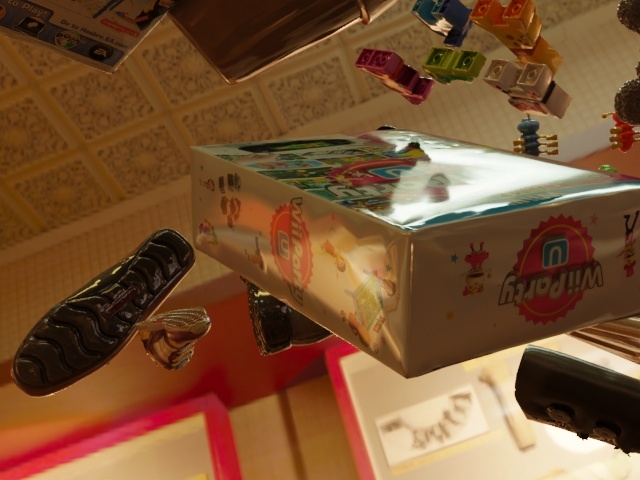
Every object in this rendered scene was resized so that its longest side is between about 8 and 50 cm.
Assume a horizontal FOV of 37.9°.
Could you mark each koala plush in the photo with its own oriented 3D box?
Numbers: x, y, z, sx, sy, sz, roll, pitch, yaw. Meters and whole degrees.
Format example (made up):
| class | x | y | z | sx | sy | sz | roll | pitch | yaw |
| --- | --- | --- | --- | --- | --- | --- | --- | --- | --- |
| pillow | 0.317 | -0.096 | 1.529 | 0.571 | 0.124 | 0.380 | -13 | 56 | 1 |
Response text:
| class | x | y | z | sx | sy | sz | roll | pitch | yaw |
| --- | --- | --- | --- | --- | --- | --- | --- | --- | --- |
| koala plush | 0.541 | -0.269 | 1.344 | 0.203 | 0.221 | 0.196 | 5 | -75 | 23 |

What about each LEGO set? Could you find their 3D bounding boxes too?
| class | x | y | z | sx | sy | sz | roll | pitch | yaw |
| --- | --- | --- | --- | --- | --- | --- | --- | --- | --- |
| LEGO set | 0.145 | -0.154 | 0.798 | 0.093 | 0.227 | 0.087 | 31 | -95 | -36 |

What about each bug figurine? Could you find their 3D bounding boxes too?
| class | x | y | z | sx | sy | sz | roll | pitch | yaw |
| --- | --- | --- | --- | --- | --- | --- | --- | --- | --- |
| bug figurine | 0.497 | -0.156 | 1.800 | 0.279 | 0.072 | 0.216 | -6 | -74 | -6 |

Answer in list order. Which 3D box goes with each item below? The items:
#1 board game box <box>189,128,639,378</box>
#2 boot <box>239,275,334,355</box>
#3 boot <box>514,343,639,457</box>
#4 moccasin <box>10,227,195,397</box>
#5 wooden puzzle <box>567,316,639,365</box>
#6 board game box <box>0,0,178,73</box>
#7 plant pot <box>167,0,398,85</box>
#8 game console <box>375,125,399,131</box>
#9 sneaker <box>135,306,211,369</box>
| class | x | y | z | sx | sy | sz | roll | pitch | yaw |
| --- | --- | --- | --- | --- | --- | --- | --- | --- | --- |
| board game box | 0.065 | -0.013 | 0.694 | 0.224 | 0.303 | 0.098 | -10 | -71 | -30 |
| boot | 0.000 | 0.000 | 1.205 | 0.222 | 0.338 | 0.118 | -11 | -39 | -10 |
| boot | 0.540 | 0.256 | 1.533 | 0.146 | 0.445 | 0.367 | -51 | -34 | -29 |
| moccasin | -0.374 | 0.126 | 1.600 | 0.139 | 0.380 | 0.147 | 38 | -35 | -2 |
| wooden puzzle | 0.355 | 0.092 | 0.822 | 0.322 | 0.348 | 0.080 | 23 | -92 | -37 |
| board game box | -0.310 | -0.376 | 1.172 | 0.302 | 0.086 | 0.308 | -38 | -32 | 29 |
| plant pot | -0.088 | -0.387 | 1.372 | 0.280 | 0.323 | 0.323 | -42 | -40 | 0 |
| game console | 0.088 | -0.048 | 1.818 | 0.044 | 0.213 | 0.361 | -24 | -46 | -68 |
| sneaker | -0.207 | 0.149 | 1.379 | 0.069 | 0.084 | 0.185 | -24 | 9 | -31 |
